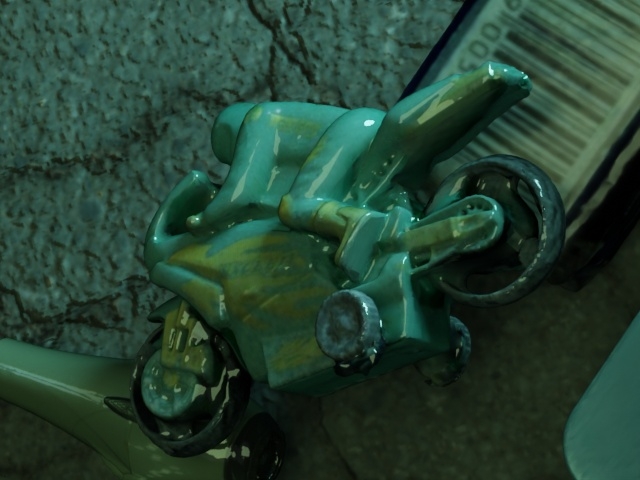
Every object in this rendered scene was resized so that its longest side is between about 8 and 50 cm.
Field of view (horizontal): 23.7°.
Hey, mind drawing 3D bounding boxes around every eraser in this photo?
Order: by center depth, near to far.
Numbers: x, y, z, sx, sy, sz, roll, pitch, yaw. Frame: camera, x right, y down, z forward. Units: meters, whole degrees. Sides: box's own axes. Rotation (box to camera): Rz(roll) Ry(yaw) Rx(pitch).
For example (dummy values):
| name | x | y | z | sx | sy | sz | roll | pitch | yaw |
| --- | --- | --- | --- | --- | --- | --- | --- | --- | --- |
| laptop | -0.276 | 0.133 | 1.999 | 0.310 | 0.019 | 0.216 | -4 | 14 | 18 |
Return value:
| name | x | y | z | sx | sy | sz | roll | pitch | yaw |
| --- | --- | --- | --- | --- | --- | --- | --- | --- | --- |
| eraser | 0.178 | -0.141 | 0.899 | 0.155 | 0.101 | 0.332 | 36 | 95 | 19 |

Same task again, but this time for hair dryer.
| name | x | y | z | sx | sy | sz | roll | pitch | yaw |
| --- | --- | --- | --- | --- | --- | --- | --- | --- | --- |
| hair dryer | -0.124 | 0.060 | 1.001 | 0.218 | 0.088 | 0.225 | -6 | 70 | 21 |

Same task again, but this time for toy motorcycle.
| name | x | y | z | sx | sy | sz | roll | pitch | yaw |
| --- | --- | --- | --- | --- | --- | --- | --- | --- | --- |
| toy motorcycle | 0.002 | -0.001 | 0.872 | 0.296 | 0.109 | 0.198 | -22 | 68 | 29 |

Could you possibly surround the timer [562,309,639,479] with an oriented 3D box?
| name | x | y | z | sx | sy | sz | roll | pitch | yaw |
| --- | --- | --- | --- | --- | --- | --- | --- | --- | --- |
| timer | 0.287 | 0.083 | 0.851 | 0.232 | 0.091 | 0.250 | 32 | 92 | 18 |
